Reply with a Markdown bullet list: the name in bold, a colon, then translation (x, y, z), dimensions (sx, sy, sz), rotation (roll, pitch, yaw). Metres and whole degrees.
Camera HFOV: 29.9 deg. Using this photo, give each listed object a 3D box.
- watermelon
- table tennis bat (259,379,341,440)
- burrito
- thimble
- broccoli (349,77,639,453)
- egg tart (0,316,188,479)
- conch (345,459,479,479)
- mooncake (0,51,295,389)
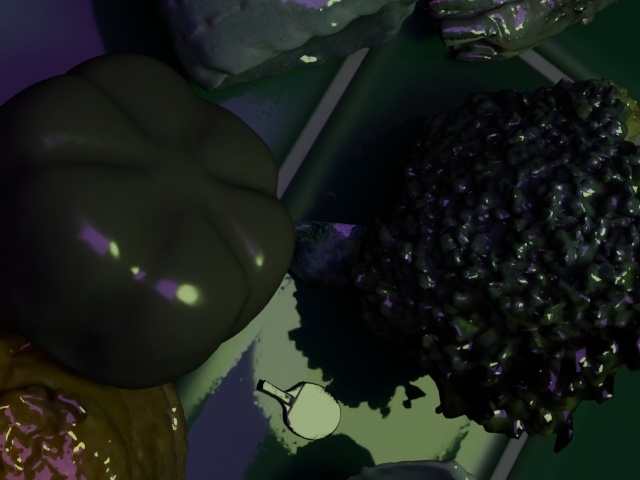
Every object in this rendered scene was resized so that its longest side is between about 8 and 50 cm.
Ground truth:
- **watermelon**: translation (0.000, 0.000, 1.091), dimensions (0.085, 0.085, 0.061), rotation (55, 31, -9)
- **table tennis bat**: translation (-0.019, 0.150, 1.087), dimensions (0.083, 0.007, 0.050), rotation (30, 77, -17)
- **burrito**: translation (0.236, -0.254, 1.177), dimensions (0.309, 0.066, 0.096), rotation (-27, 91, -20)
- **thimble**: translation (-0.023, -0.231, 1.006), dimensions (0.250, 0.205, 0.172), rotation (-25, 95, -29)
- **broccoli**: translation (0.192, 0.027, 1.071), dimensions (0.293, 0.348, 0.281), rotation (-29, 136, 18)
- **egg tart**: translation (-0.264, 0.192, 0.923), dimensions (0.351, 0.153, 0.339), rotation (-4, 84, -22)
- **conch**: translation (0.043, 0.371, 0.999), dimensions (0.249, 0.197, 0.368), rotation (38, 72, 23)
- **mooncake**: translation (-0.143, -0.024, 0.943), dimensions (0.275, 0.135, 0.275), rotation (24, 46, -27)
